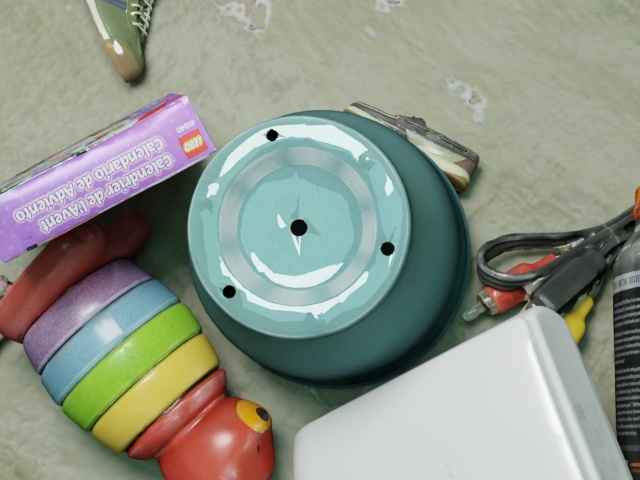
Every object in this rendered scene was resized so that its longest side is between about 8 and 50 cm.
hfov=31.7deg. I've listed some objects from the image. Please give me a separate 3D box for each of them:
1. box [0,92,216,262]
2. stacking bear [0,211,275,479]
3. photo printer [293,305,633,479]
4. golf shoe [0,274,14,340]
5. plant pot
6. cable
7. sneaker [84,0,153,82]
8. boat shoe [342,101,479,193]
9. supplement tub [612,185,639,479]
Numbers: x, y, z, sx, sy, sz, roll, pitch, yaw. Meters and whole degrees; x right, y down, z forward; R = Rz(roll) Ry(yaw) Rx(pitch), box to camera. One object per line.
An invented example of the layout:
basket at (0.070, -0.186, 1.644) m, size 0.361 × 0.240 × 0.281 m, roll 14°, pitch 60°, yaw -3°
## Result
box at (-0.208, -0.069, 1.061) m, size 0.201 × 0.293 × 0.057 m, roll -29°, pitch 102°, yaw -5°
stacking bear at (-0.156, 0.134, 1.066) m, size 0.164 × 0.175 × 0.289 m, roll -44°, pitch 84°, yaw 13°
photo printer at (0.114, 0.233, 0.979) m, size 0.308 × 0.107 × 0.256 m, roll -31°, pitch 64°, yaw 30°
golf shoe at (-0.401, 0.055, 1.147) m, size 0.186 × 0.067 × 0.086 m, roll 18°, pitch 77°, yaw 9°
plant pot at (0.000, 0.000, 1.015) m, size 0.272 × 0.255 × 0.271 m, roll -1°, pitch 84°, yaw 7°
cable at (0.267, 0.018, 1.134) m, size 0.287 × 0.072 × 0.139 m, roll -34°, pitch 66°, yaw -19°
sneaker at (-0.213, -0.271, 1.233) m, size 0.086 × 0.064 × 0.192 m, roll -25°, pitch 70°, yaw 1°
boat shoe at (0.094, -0.104, 1.174) m, size 0.152 × 0.056 × 0.049 m, roll 33°, pitch 67°, yaw 9°
supplement tub at (0.365, 0.116, 0.993) m, size 0.207 × 0.207 × 0.337 m, roll 0°, pitch 80°, yaw 4°
